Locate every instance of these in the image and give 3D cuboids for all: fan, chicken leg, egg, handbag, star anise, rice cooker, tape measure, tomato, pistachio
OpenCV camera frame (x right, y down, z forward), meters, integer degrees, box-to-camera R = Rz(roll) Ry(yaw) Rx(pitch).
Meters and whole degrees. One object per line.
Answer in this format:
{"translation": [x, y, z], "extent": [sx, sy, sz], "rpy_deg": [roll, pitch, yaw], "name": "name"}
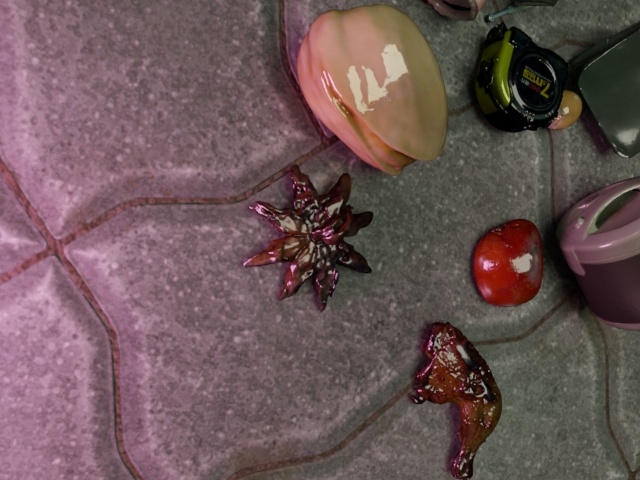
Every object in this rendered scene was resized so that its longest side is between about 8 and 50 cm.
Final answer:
{"translation": [0.416, -0.489, 1.452], "extent": [0.193, 0.016, 0.038], "rpy_deg": [-29, 107, -24], "name": "fan"}
{"translation": [0.277, 0.313, 1.381], "extent": [0.177, 0.083, 0.322], "rpy_deg": [-31, 104, -14], "name": "chicken leg"}
{"translation": [0.512, -0.278, 1.474], "extent": [0.096, 0.080, 0.080], "rpy_deg": [-24, 103, -33], "name": "egg"}
{"translation": [0.699, -0.341, 1.502], "extent": [0.260, 0.079, 0.247], "rpy_deg": [-32, 110, 13], "name": "handbag"}
{"translation": [0.000, 0.000, 1.208], "extent": [0.272, 0.102, 0.272], "rpy_deg": [-2, 95, -25], "name": "star anise"}
{"translation": [0.660, 0.015, 1.450], "extent": [0.288, 0.288, 0.277], "rpy_deg": [-38, 108, -21], "name": "rice cooker"}
{"translation": [0.392, -0.310, 1.396], "extent": [0.199, 0.112, 0.186], "rpy_deg": [23, 74, -20], "name": "tape measure"}
{"translation": [0.410, 0.048, 1.421], "extent": [0.189, 0.099, 0.173], "rpy_deg": [-24, 101, -26], "name": "tomato"}
{"translation": [0.097, -0.257, 1.189], "extent": [0.321, 0.229, 0.238], "rpy_deg": [45, 46, -32], "name": "pistachio"}

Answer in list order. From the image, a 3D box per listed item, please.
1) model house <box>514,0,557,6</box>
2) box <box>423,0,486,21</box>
{"translation": [0.426, -0.608, 1.351], "extent": [0.215, 0.198, 0.224], "rpy_deg": [32, 77, -19], "name": "model house"}
{"translation": [0.271, -0.498, 1.309], "extent": [0.151, 0.151, 0.135], "rpy_deg": [34, 86, -24], "name": "box"}
